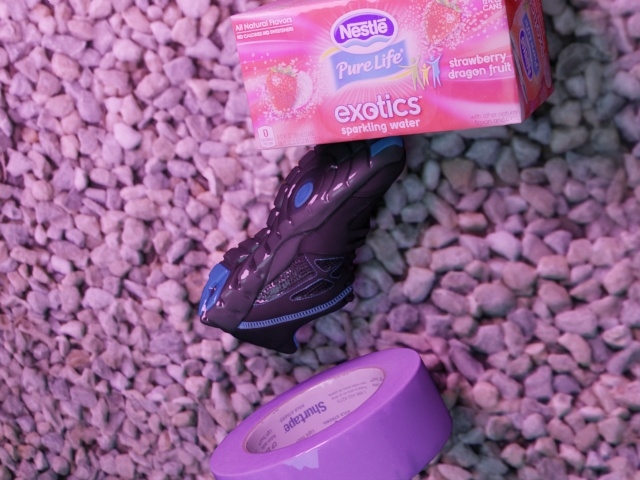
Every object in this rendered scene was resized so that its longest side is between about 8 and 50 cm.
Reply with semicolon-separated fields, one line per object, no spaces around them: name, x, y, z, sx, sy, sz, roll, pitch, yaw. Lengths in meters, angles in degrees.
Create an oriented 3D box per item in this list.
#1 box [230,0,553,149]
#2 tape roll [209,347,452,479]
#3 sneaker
box;0.077;-0.196;1.172;0.300;0.142;0.154;-3;108;26
tape roll;0.012;0.231;1.294;0.275;0.275;0.090;-24;99;30
sneaker;0.000;0.000;1.322;0.139;0.125;0.341;32;121;-21
